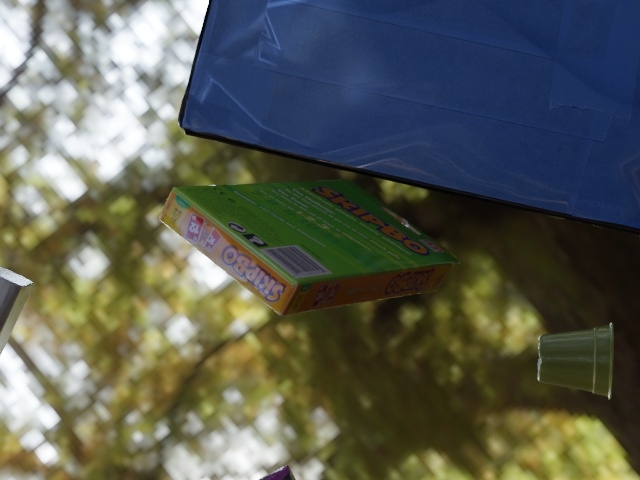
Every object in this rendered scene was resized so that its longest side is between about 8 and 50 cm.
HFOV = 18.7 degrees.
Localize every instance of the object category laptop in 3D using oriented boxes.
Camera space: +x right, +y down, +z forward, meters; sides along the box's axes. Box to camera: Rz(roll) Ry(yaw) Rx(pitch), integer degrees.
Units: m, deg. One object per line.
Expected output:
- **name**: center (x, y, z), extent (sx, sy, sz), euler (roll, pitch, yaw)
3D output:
- **laptop**: center (0.119, -0.264, 1.441), extent (0.236, 0.382, 0.408), euler (-74, -4, -46)

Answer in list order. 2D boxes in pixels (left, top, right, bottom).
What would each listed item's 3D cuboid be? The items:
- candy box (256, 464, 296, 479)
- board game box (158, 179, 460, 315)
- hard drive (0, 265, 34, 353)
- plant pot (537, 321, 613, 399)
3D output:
- **candy box**: center (0.009, 0.284, 1.300), extent (0.071, 0.233, 0.159), euler (-29, 13, 0)
- **board game box**: center (0.000, 0.000, 1.467), extent (0.259, 0.124, 0.039), euler (-9, -48, -57)
- **hard drive**: center (-0.318, 0.167, 1.573), extent (0.203, 0.040, 0.307), euler (176, 119, -85)
- **plant pot**: center (0.273, 0.128, 2.088), extent (0.079, 0.083, 0.083), euler (1, -7, 5)
